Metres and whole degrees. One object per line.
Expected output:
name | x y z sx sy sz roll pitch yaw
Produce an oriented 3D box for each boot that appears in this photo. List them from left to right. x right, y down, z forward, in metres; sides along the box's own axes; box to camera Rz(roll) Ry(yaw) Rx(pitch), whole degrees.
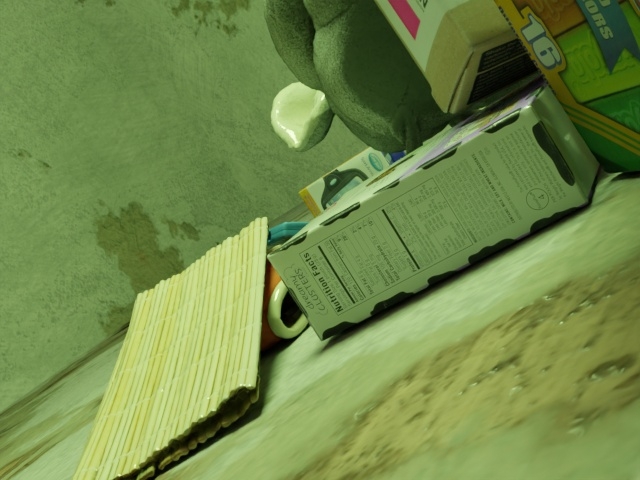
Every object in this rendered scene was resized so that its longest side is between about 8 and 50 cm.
boot | -0.026 0.042 0.786 0.084 0.059 0.158 -27 16 34

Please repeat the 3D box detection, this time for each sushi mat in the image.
sushi mat | -0.101 0.074 0.710 0.151 0.019 0.316 -33 17 10

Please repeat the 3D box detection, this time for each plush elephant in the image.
plush elephant | 0.077 -0.174 0.880 0.271 0.330 0.255 6 8 -5

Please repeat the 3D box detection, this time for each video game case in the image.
video game case | 0.000 0.000 0.919 0.119 0.015 0.166 -1 -6 -18

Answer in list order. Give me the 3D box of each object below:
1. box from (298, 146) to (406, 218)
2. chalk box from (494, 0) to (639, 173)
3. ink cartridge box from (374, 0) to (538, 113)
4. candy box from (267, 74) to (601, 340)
box | 0.050 -0.058 1.156 0.136 0.081 0.028 -31 4 29
chalk box | 0.203 -0.151 0.430 0.179 0.180 0.289 -33 3 -2
ink cartridge box | 0.114 -0.233 0.665 0.193 0.235 0.088 -27 -16 -12
candy box | 0.084 -0.029 0.653 0.196 0.070 0.165 -30 5 26
